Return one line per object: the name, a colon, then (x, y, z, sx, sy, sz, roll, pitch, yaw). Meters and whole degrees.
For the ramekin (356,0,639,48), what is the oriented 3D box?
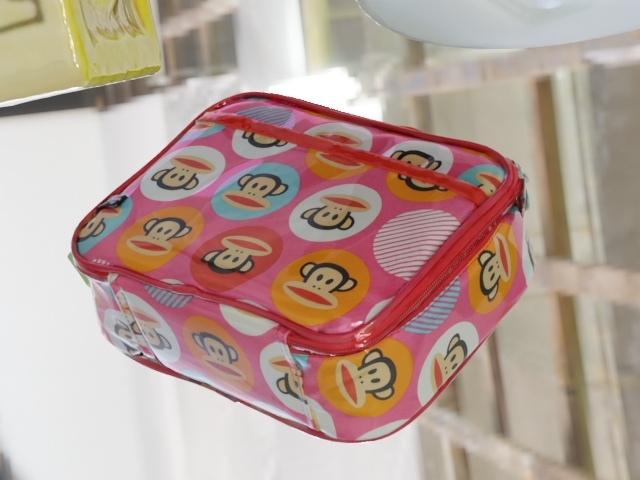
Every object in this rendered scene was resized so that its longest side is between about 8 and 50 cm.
ramekin: (0.130, -0.203, 1.001, 0.277, 0.277, 0.135, 122, -38, -73)

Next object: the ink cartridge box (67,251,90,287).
ink cartridge box: (-0.141, -0.027, 2.069, 0.056, 0.235, 0.171, 52, 15, 27)

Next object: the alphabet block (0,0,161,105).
alphabet block: (-0.213, -0.158, 0.991, 0.192, 0.197, 0.193, -50, 129, -78)

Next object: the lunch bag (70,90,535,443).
lunch bag: (0.000, 0.000, 1.330, 0.293, 0.258, 0.120, 17, -43, 37)
